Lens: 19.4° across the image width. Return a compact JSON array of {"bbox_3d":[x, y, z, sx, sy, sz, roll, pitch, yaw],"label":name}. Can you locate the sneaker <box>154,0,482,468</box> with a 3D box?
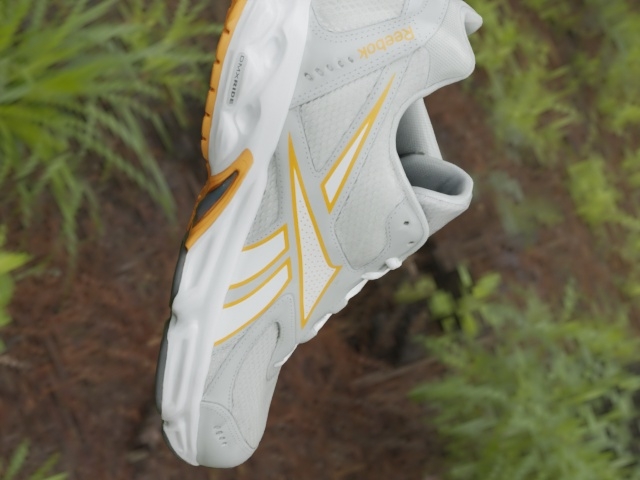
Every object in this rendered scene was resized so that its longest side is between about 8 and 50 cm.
[{"bbox_3d":[0.000,0.000,0.824,0.121,0.262,0.099,13,31,-1],"label":"sneaker"}]
